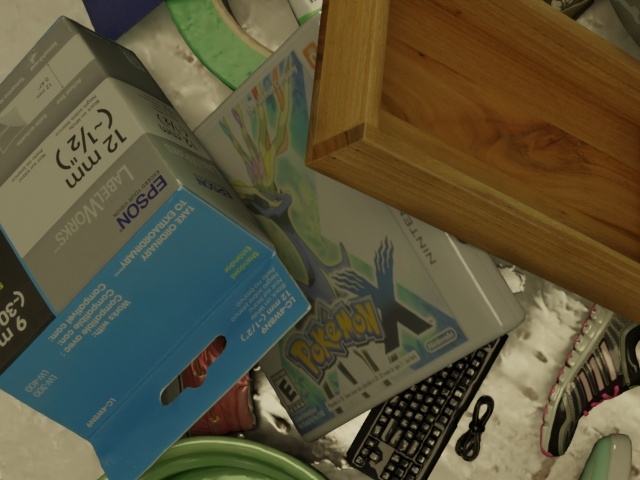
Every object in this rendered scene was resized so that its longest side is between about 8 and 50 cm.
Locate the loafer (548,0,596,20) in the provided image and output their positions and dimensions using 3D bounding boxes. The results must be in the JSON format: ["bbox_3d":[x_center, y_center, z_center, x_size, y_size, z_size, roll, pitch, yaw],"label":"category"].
[{"bbox_3d":[0.249,-0.249,1.544,0.056,0.050,0.148,39,92,6],"label":"loafer"}]

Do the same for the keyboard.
[{"bbox_3d":[0.111,0.155,1.557,0.108,0.023,0.180,30,92,6],"label":"keyboard"}]

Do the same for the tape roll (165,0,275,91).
[{"bbox_3d":[0.010,-0.271,1.557,0.321,0.077,0.321,0,87,6],"label":"tape roll"}]

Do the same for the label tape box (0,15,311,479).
[{"bbox_3d":[-0.201,0.009,1.460,0.249,0.115,0.347,-45,55,13],"label":"label tape box"}]

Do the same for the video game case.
[{"bbox_3d":[0.000,0.000,1.452,0.036,0.329,0.300,-27,84,-37],"label":"video game case"}]

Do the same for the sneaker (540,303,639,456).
[{"bbox_3d":[0.258,0.127,1.522,0.075,0.063,0.170,26,86,12],"label":"sneaker"}]

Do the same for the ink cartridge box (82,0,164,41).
[{"bbox_3d":[-0.205,-0.362,1.490,0.072,0.304,0.307,-17,83,-39],"label":"ink cartridge box"}]

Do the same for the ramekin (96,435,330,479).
[{"bbox_3d":[-0.087,0.323,1.506,0.304,0.148,0.303,0,87,6],"label":"ramekin"}]

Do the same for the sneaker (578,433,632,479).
[{"bbox_3d":[0.177,0.268,1.510,0.151,0.094,0.255,26,90,7],"label":"sneaker"}]

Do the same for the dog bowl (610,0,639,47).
[{"bbox_3d":[0.397,-0.268,1.450,0.349,0.102,0.348,4,73,-15],"label":"dog bowl"}]

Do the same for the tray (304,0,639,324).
[{"bbox_3d":[0.171,-0.084,1.345,0.076,0.411,0.202,-21,54,45],"label":"tray"}]

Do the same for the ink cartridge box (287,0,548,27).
[{"bbox_3d":[0.045,-0.296,1.454,0.211,0.121,0.289,-25,86,5],"label":"ink cartridge box"}]

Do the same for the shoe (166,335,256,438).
[{"bbox_3d":[-0.107,0.098,1.563,0.081,0.063,0.178,-7,93,4],"label":"shoe"}]
